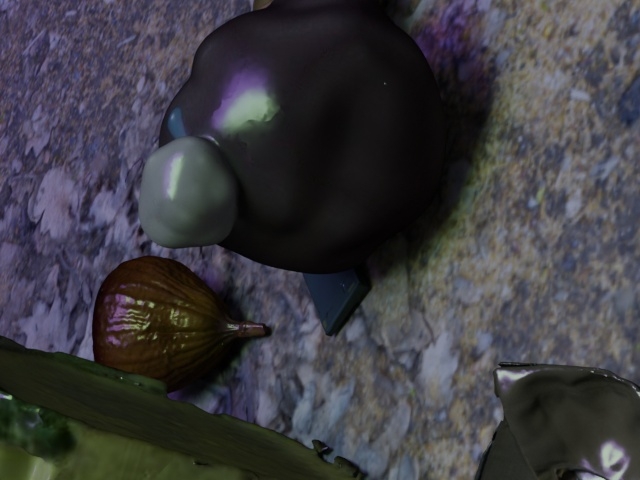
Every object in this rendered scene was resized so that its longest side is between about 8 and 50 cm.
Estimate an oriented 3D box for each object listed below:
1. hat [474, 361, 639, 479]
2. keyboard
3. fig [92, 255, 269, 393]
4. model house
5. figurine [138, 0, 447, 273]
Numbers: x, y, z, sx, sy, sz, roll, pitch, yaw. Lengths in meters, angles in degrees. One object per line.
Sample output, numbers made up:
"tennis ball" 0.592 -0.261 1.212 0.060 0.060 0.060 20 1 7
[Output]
"hat" 0.154 0.156 1.192 0.175 0.085 0.147 106 148 -43
"keyboard" -0.001 0.000 1.577 0.055 0.014 0.176 -55 33 25
"fig" -0.115 0.069 1.665 0.119 0.153 0.119 -5 -90 -86
"model house" -0.148 0.237 1.397 0.261 0.321 0.266 19 90 67
"figurine" -0.023 -0.140 1.507 0.218 0.206 0.365 -37 39 22
